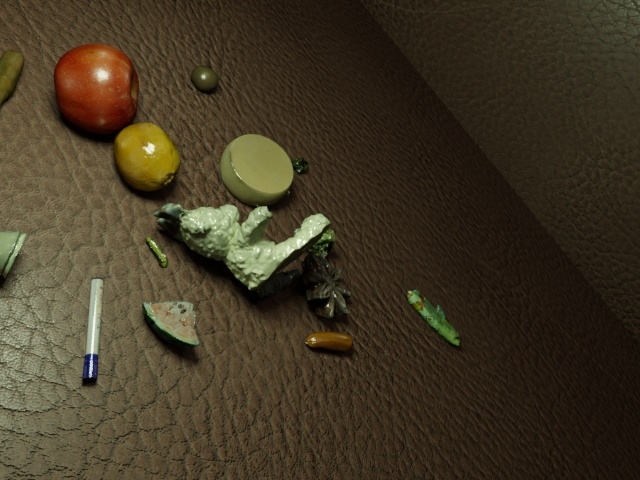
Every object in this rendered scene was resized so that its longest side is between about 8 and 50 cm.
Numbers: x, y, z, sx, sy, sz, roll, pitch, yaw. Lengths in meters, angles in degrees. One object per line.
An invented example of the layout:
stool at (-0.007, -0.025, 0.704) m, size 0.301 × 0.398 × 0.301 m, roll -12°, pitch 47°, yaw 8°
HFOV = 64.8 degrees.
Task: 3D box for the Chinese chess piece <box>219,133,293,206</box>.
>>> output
Chinese chess piece at (-0.225, -0.248, 1.792) m, size 0.273 × 0.102 × 0.273 m, roll 16°, pitch 56°, yaw -26°

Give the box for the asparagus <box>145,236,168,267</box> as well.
asparagus at (-0.475, 0.030, 1.455) m, size 0.025 × 0.021 × 0.108 m, roll -27°, pitch 77°, yaw -46°

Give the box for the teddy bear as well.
teddy bear at (-0.228, -0.051, 1.500) m, size 0.375 × 0.327 × 0.362 m, roll -41°, pitch 87°, yaw -20°

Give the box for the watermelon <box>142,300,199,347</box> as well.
watermelon at (-0.387, 0.218, 1.352) m, size 0.187 × 0.071 × 0.139 m, roll 38°, pitch 35°, yaw 3°

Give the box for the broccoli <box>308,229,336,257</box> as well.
broccoli at (0.000, 0.000, 1.788) m, size 0.130 × 0.120 × 0.131 m, roll -18°, pitch 95°, yaw -52°

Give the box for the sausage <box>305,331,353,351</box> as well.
sausage at (0.033, 0.321, 1.614) m, size 0.183 × 0.054 × 0.062 m, roll 14°, pitch 23°, yaw -27°

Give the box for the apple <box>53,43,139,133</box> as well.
apple at (-0.663, -0.456, 1.510) m, size 0.217 × 0.260 × 0.260 m, roll 4°, pitch 53°, yaw -8°

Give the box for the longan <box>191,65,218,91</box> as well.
longan at (-0.443, -0.622, 1.938) m, size 0.113 × 0.092 × 0.113 m, roll 21°, pitch 24°, yaw -10°

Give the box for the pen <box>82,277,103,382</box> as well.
pen at (-0.557, 0.214, 1.240) m, size 0.033 × 0.033 × 0.269 m, roll 12°, pitch 51°, yaw -32°

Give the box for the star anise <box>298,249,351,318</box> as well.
star anise at (0.001, 0.155, 1.681) m, size 0.223 × 0.109 × 0.236 m, roll 55°, pitch 22°, yaw -25°

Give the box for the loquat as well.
loquat at (-0.527, -0.253, 1.516) m, size 0.234 × 0.187 × 0.176 m, roll 50°, pitch -1°, yaw 18°

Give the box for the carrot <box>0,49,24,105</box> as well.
carrot at (-0.914, -0.408, 1.415) m, size 0.070 × 0.070 × 0.342 m, roll 21°, pitch 53°, yaw -26°

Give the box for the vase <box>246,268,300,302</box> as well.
vase at (-0.142, 0.136, 1.613) m, size 0.211 × 0.060 × 0.060 m, roll -23°, pitch 74°, yaw -47°

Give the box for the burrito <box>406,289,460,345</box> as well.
burrito at (0.450, 0.292, 1.974) m, size 0.288 × 0.054 × 0.104 m, roll 47°, pitch 40°, yaw 3°

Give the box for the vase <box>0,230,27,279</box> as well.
vase at (-0.839, -0.020, 1.110) m, size 0.321 × 0.173 × 0.173 m, roll 24°, pitch 46°, yaw -31°

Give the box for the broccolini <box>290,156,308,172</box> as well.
broccolini at (-0.156, -0.288, 1.961) m, size 0.254 × 0.071 × 0.057 m, roll -11°, pitch 107°, yaw -36°
